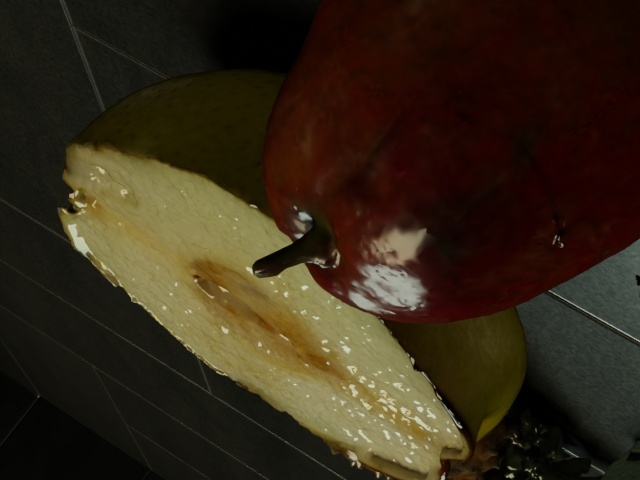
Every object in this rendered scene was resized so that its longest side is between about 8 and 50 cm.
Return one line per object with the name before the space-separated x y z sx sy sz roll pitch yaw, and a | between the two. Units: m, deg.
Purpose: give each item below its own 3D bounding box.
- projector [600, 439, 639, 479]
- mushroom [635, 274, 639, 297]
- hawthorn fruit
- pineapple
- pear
projector | 0.370 0.266 1.177 0.198 0.108 0.250 39 160 -9
mushroom | 0.288 0.067 0.880 0.151 0.156 0.285 -3 146 17
hawthorn fruit | 0.072 -0.053 0.742 0.224 0.261 0.224 37 157 18
pineapple | 0.160 0.197 1.346 0.340 0.169 0.169 29 163 -20
pear | 0.000 0.000 1.074 0.386 0.191 0.340 35 156 5
